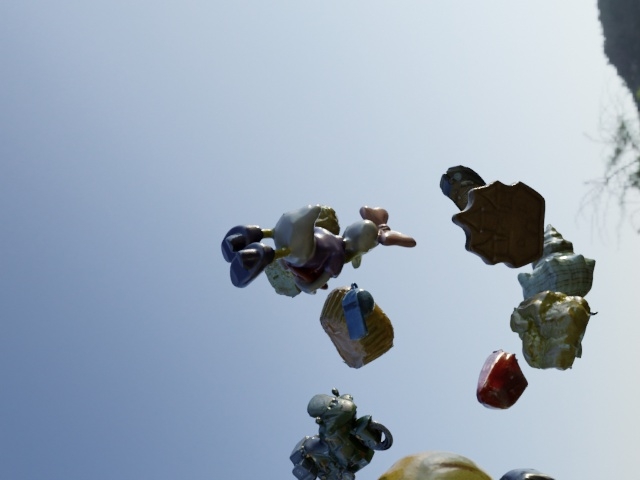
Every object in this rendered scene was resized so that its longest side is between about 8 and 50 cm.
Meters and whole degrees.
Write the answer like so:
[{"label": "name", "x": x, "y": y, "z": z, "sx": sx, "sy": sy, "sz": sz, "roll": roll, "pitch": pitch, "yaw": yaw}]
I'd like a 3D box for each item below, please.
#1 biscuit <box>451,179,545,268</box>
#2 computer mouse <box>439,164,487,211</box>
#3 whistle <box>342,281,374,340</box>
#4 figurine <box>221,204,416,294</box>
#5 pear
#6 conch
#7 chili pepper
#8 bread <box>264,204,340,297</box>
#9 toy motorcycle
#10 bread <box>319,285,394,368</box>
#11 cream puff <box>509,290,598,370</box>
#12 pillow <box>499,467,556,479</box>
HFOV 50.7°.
[{"label": "biscuit", "x": 0.368, "y": -0.035, "z": 1.383, "sx": 0.215, "sy": 0.034, "sz": 0.182, "roll": 5, "pitch": -94, "yaw": -19}, {"label": "computer mouse", "x": 0.409, "y": -0.125, "z": 1.831, "sx": 0.192, "sy": 0.106, "sz": 0.062, "roll": 43, "pitch": -156, "yaw": -3}, {"label": "whistle", "x": 0.102, "y": 0.180, "z": 1.742, "sx": 0.090, "sy": 0.090, "sz": 0.158, "roll": 23, "pitch": -132, "yaw": -54}, {"label": "figurine", "x": -0.005, "y": 0.004, "z": 1.424, "sx": 0.420, "sy": 0.154, "sz": 0.193, "roll": 2, "pitch": -54, "yaw": -37}, {"label": "pear", "x": 0.248, "y": 0.586, "z": 1.392, "sx": 0.314, "sy": 0.314, "sz": 0.315, "roll": -4, "pitch": -85, "yaw": -56}, {"label": "conch", "x": 0.618, "y": 0.109, "z": 1.759, "sx": 0.386, "sy": 0.203, "sz": 0.170, "roll": -80, "pitch": -18, "yaw": -47}, {"label": "chili pepper", "x": 0.520, "y": 0.436, "z": 1.989, "sx": 0.252, "sy": 0.136, "sz": 0.144, "roll": -27, "pitch": -55, "yaw": -54}, {"label": "bread", "x": -0.042, "y": 0.017, "z": 1.842, "sx": 0.130, "sy": 0.152, "sz": 0.268, "roll": 36, "pitch": -117, "yaw": -1}, {"label": "toy motorcycle", "x": 0.022, "y": 0.432, "z": 1.460, "sx": 0.187, "sy": 0.275, "sz": 0.125, "roll": 40, "pitch": -143, "yaw": 0}, {"label": "bread", "x": 0.093, "y": 0.241, "z": 1.899, "sx": 0.139, "sy": 0.240, "sz": 0.240, "roll": -37, "pitch": -57, "yaw": -28}, {"label": "cream puff", "x": 0.410, "y": 0.156, "z": 1.214, "sx": 0.156, "sy": 0.156, "sz": 0.121, "roll": -63, "pitch": -38, "yaw": -32}, {"label": "pillow", "x": 0.509, "y": 0.589, "z": 1.667, "sx": 0.150, "sy": 0.090, "sz": 0.048, "roll": 112, "pitch": 161, "yaw": -79}]
